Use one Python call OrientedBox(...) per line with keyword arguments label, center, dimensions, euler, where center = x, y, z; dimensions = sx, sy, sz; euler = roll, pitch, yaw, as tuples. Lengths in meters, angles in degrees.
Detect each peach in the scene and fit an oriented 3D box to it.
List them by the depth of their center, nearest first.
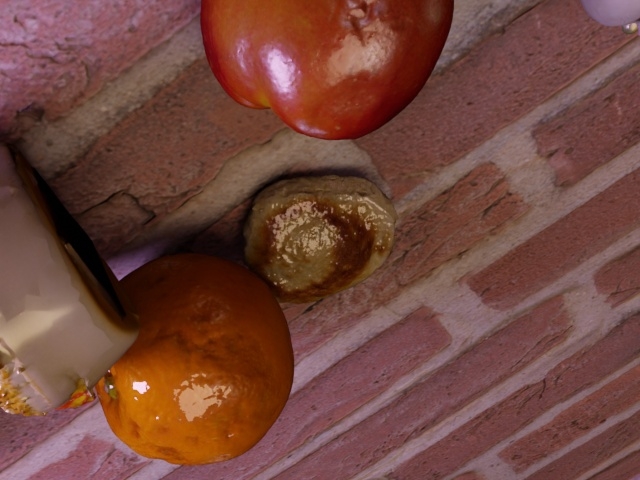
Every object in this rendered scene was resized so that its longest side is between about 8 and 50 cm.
OrientedBox(label="peach", center=(0.007, -0.220, 0.826), dimensions=(0.243, 0.199, 0.244), euler=(1, 101, 3))

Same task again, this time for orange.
OrientedBox(label="orange", center=(-0.158, 0.144, 1.063), dimensions=(0.261, 0.261, 0.261), euler=(-14, 137, -13))

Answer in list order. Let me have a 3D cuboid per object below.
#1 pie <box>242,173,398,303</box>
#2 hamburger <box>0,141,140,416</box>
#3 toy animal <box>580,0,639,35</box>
OrientedBox(label="pie", center=(0.000, 0.000, 1.125), dimensions=(0.205, 0.084, 0.179), euler=(-3, 134, -19))
OrientedBox(label="hamburger", center=(-0.316, 0.045, 0.875), dimensions=(0.179, 0.276, 0.294), euler=(-33, 134, -8))
OrientedBox(label="toy animal", center=(0.394, -0.330, 0.923), dimensions=(0.310, 0.183, 0.247), euler=(-25, 134, 6))
